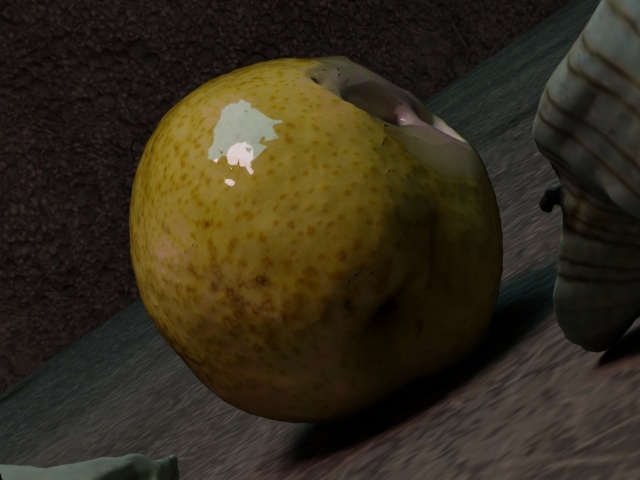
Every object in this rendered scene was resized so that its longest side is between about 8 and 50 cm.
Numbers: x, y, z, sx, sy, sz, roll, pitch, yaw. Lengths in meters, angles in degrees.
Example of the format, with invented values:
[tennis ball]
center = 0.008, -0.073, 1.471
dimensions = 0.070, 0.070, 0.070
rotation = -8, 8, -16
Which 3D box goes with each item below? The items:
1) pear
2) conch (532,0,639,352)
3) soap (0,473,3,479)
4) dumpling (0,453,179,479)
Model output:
[pear]
center = 0.000, 0.000, 0.831
dimensions = 0.178, 0.178, 0.178
rotation = -33, 5, 3
[conch]
center = 0.164, -0.064, 0.509
dimensions = 0.203, 0.169, 0.386
rotation = -10, -45, -34
[soap]
center = -0.059, 0.091, 0.224
dimensions = 0.099, 0.162, 0.250
rotation = -34, 5, -11
[dumpling]
center = -0.137, 0.138, 0.616
dimensions = 0.219, 0.108, 0.152
rotation = -33, 4, -36
